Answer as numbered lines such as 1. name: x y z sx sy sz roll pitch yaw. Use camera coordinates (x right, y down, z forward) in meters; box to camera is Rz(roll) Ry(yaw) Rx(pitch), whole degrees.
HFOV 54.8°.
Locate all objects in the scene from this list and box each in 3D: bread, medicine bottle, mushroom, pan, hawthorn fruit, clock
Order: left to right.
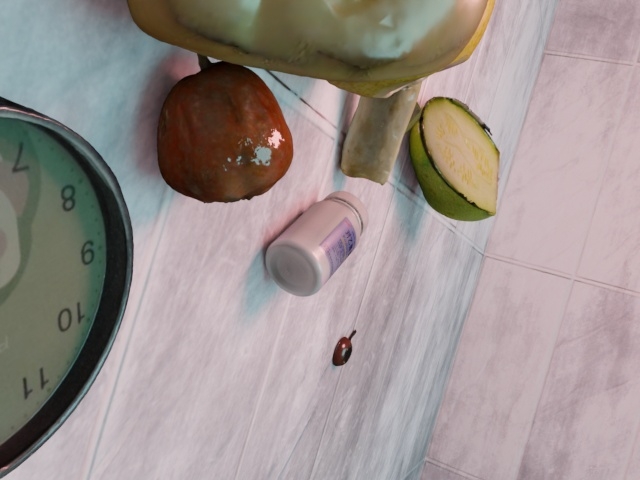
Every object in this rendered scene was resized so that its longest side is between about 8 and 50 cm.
1. clock: -0.270 0.047 0.461 0.319 0.066 0.318 -48 147 -47
2. hawthorn fruit: -0.100 -0.120 0.638 0.149 0.149 0.189 -46 145 -48
3. medicine bottle: 0.000 0.000 0.989 0.186 0.103 0.102 -46 144 -47
4. bread: 0.003 -0.343 0.544 0.348 0.253 0.376 -1 111 -19
5. pan: 0.063 0.237 1.387 0.115 0.023 0.068 -45 143 -48
6. mushroom: 0.114 -0.246 1.049 0.081 0.100 0.312 -86 -169 -62

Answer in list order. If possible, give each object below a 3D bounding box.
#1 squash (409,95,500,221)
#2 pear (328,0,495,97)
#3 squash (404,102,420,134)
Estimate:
1. squash: 0.318 -0.209 1.445 0.309 0.210 0.233 60 38 -65
2. pear: 0.096 -0.311 0.817 0.271 0.271 0.271 -46 144 -48
3. squash: 0.142 -0.230 1.211 0.229 0.066 0.066 -43 142 -52
